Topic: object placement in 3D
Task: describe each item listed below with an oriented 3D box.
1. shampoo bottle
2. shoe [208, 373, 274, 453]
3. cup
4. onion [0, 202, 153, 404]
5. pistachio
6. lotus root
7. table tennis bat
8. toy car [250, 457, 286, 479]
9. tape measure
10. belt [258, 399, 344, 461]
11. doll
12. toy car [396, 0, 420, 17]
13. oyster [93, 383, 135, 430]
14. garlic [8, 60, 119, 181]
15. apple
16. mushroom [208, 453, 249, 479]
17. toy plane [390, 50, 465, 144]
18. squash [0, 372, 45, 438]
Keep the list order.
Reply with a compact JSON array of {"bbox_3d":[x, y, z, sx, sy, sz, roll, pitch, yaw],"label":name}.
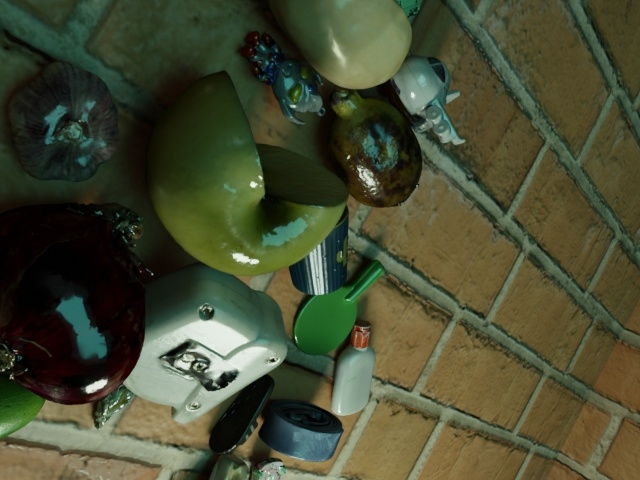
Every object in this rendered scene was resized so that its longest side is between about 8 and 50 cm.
[{"bbox_3d":[0.079,0.286,1.496,0.108,0.051,0.220,-8,114,-38],"label":"shampoo bottle"},{"bbox_3d":[-0.144,0.348,1.308,0.179,0.071,0.049,-55,139,-15],"label":"shoe"},{"bbox_3d":[0.000,0.000,1.257,0.176,0.131,0.155,-52,146,-49],"label":"cup"},{"bbox_3d":[-0.342,0.082,0.871,0.281,0.221,0.280,16,60,-30],"label":"onion"},{"bbox_3d":[0.034,-0.365,1.065,0.299,0.187,0.187,33,85,-49],"label":"pistachio"},{"bbox_3d":[0.101,-0.167,1.247,0.169,0.141,0.314,-52,134,-14],"label":"lotus root"},{"bbox_3d":[0.042,0.137,1.410,0.257,0.039,0.160,-44,132,-12],"label":"table tennis bat"},{"bbox_3d":[-0.122,0.515,1.412,0.069,0.055,0.142,-2,120,-34],"label":"toy car"},{"bbox_3d":[-0.201,0.171,1.066,0.258,0.130,0.265,-34,133,20],"label":"tape measure"},{"bbox_3d":[-0.037,0.396,1.374,0.190,0.141,0.082,17,98,-48],"label":"belt"},{"bbox_3d":[-0.055,-0.272,1.115,0.195,0.062,0.104,38,43,-38],"label":"doll"},{"bbox_3d":[0.138,-0.440,1.237,0.122,0.035,0.059,-27,126,-21],"label":"toy car"},{"bbox_3d":[-0.341,0.259,1.116,0.100,0.037,0.098,-40,154,-50],"label":"oyster"},{"bbox_3d":[-0.336,-0.150,0.878,0.147,0.102,0.159,19,95,-47],"label":"garlic"},{"bbox_3d":[-0.130,-0.083,0.987,0.233,0.258,0.295,-48,133,4],"label":"apple"},{"bbox_3d":[-0.267,0.567,1.276,0.351,0.095,0.122,-45,115,-21],"label":"mushroom"},{"bbox_3d":[0.200,-0.284,1.255,0.117,0.244,0.244,-29,135,13],"label":"toy plane"},{"bbox_3d":[-0.547,0.234,0.853,0.395,0.107,0.107,5,105,-45],"label":"squash"}]
